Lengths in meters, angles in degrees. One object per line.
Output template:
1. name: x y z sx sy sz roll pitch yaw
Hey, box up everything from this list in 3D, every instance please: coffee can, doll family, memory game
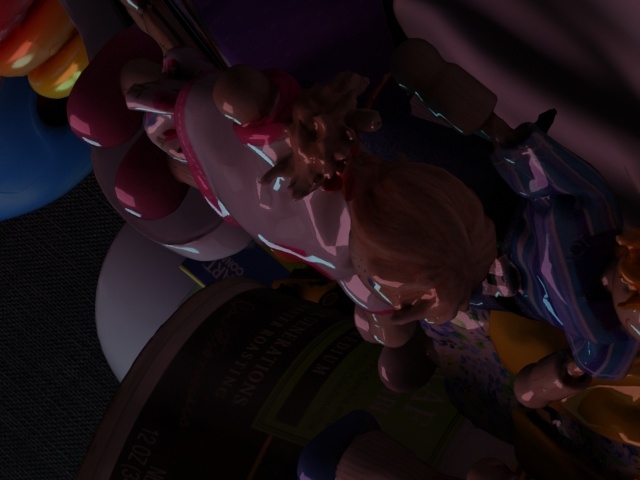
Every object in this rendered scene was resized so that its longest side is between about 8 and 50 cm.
1. coffee can: 0.061 0.148 0.677 0.275 0.201 0.201 17 168 20
2. doll family: 0.056 0.020 0.489 0.163 0.118 0.263 23 151 44
3. memory game: -0.044 -0.058 0.628 0.186 0.012 0.186 52 180 1

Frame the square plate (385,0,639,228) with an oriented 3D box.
1. square plate: 0.147 -0.002 0.479 0.344 0.049 0.347 42 177 -9

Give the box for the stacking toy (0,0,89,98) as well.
1. stacking toy: -0.131 -0.141 1.170 0.302 0.165 0.175 29 177 -26

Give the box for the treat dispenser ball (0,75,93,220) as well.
1. treat dispenser ball: -0.299 -0.156 1.479 0.288 0.288 0.288 41 177 3

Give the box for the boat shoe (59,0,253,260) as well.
1. boat shoe: -0.073 -0.087 0.977 0.105 0.113 0.306 39 -167 -42

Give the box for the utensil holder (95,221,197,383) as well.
1. utensil holder: -0.022 0.120 1.717 0.327 0.327 0.385 43 177 -34

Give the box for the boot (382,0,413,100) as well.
1. boot: -0.031 -0.134 0.761 0.219 0.082 0.106 44 156 -18

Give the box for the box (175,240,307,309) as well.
1. box: 0.000 0.000 1.060 0.109 0.178 0.042 39 176 22

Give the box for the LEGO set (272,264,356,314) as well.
1. LEGO set: 0.131 0.064 0.898 0.331 0.192 0.255 45 149 -26

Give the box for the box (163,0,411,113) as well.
1. box: -0.058 -0.138 0.570 0.201 0.057 0.293 55 180 12
